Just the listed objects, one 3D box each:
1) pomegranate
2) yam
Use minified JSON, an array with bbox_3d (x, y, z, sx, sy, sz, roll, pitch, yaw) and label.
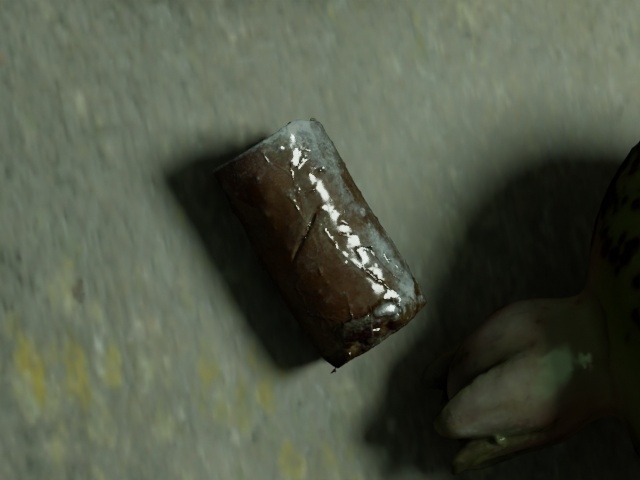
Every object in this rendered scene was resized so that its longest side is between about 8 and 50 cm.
[{"bbox_3d":[0.227,0.057,1.117,0.341,0.285,0.285,-13,90,8],"label":"pomegranate"},{"bbox_3d":[0.001,0.000,1.105,0.079,0.079,0.141,-34,96,-21],"label":"yam"}]
